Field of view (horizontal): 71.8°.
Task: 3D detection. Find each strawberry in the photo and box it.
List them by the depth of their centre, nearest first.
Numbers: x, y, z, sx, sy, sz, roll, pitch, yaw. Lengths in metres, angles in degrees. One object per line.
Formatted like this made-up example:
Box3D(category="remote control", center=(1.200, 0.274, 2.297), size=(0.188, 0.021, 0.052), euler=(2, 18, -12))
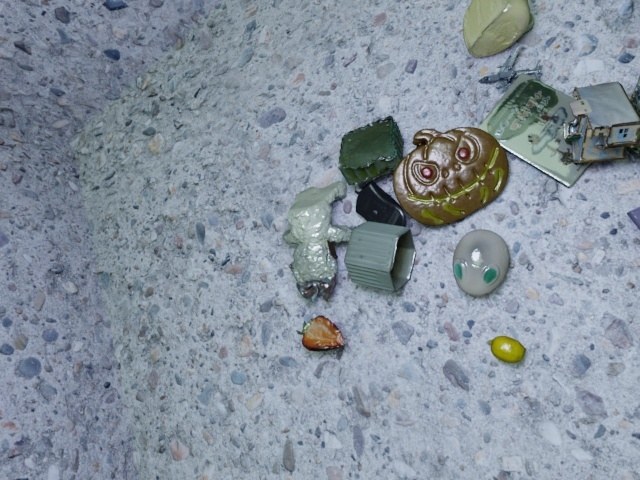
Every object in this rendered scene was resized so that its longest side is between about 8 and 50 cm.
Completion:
Box3D(category="strawberry", center=(0.007, 0.361, 1.686), size=(0.192, 0.085, 0.140), euler=(-17, 60, 17))

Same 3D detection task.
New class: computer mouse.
Box3D(category="computer mouse", center=(0.236, -0.120, 1.706), size=(0.264, 0.088, 0.147), euler=(44, 126, 23))

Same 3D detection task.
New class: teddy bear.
Box3D(category="teddy bear", center=(0.000, 0.000, 1.791), size=(0.327, 0.375, 0.362), euler=(-9, 113, 25))

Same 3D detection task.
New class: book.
Box3D(category="book", center=(0.766, -0.382, 1.508), size=(0.371, 0.043, 0.260), euler=(40, 95, 23))

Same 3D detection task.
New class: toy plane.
Box3D(category="toy plane", center=(0.697, -0.607, 1.630), size=(0.226, 0.058, 0.226), euler=(3, 93, 28))

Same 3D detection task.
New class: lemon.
Box3D(category="lemon", center=(0.583, 0.341, 1.389), size=(0.111, 0.082, 0.082), euler=(13, 82, 34))

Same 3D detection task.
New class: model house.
Box3D(category="model house", center=(0.849, -0.327, 1.359), size=(0.178, 0.206, 0.271), euler=(-6, 45, 18))

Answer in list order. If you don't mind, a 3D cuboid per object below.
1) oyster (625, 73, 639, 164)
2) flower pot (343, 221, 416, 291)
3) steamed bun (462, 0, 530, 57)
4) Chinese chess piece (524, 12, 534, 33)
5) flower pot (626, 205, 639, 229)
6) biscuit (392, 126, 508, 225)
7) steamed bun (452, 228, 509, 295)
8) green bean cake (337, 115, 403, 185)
Box3D(category="oyster", center=(1.022, -0.386, 1.350), size=(0.162, 0.158, 0.351), euler=(-1, 87, -7))
Box3D(category="flower pot", center=(0.217, 0.053, 1.592), size=(0.190, 0.239, 0.209), euler=(10, 53, 31))
Box3D(category="steamed bun", center=(0.657, -0.829, 1.628), size=(0.273, 0.166, 0.232), euler=(133, 141, -60))
Box3D(category="Chinese chess piece", center=(0.764, -0.823, 1.673), size=(0.084, 0.034, 0.084), euler=(-10, 69, 27))
Box3D(category="flower pot", center=(1.030, -0.040, 1.184), size=(0.265, 0.265, 0.243), euler=(-31, 74, 17))
Box3D(category="biscuit", center=(0.444, -0.242, 1.560), size=(0.394, 0.070, 0.350), euler=(-36, 89, 11))
Box3D(category="steamed bun", center=(0.529, 0.069, 1.472), size=(0.177, 0.131, 0.228), euler=(14, 80, 28))
Box3D(category="green bean cake", center=(0.199, -0.344, 1.727), size=(0.241, 0.132, 0.255), euler=(-15, 44, 22))
